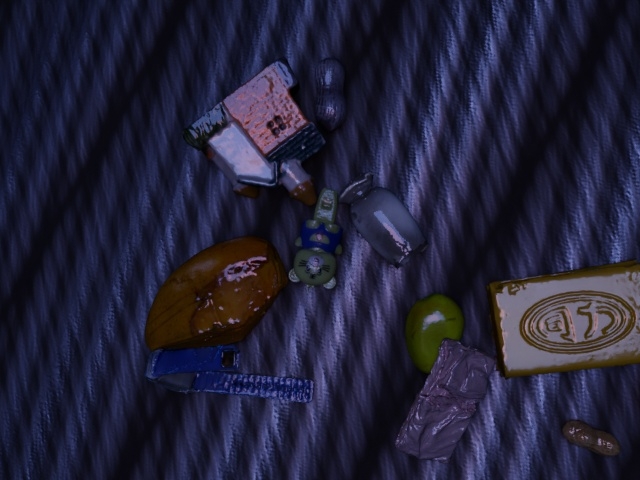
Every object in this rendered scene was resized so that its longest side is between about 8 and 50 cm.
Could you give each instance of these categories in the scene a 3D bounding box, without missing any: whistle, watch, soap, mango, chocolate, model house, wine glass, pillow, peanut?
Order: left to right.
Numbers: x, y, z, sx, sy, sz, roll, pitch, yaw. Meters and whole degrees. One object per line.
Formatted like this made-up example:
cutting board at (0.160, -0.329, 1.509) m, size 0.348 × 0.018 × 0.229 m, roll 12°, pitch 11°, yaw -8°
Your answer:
mango at (-0.223, 0.129, 1.380) m, size 0.350 × 0.201 × 0.199 m, roll -31°, pitch 36°, yaw 12°
watch at (-0.196, 0.281, 1.368) m, size 0.274 × 0.276 × 0.068 m, roll -11°, pitch 59°, yaw 30°
model house at (-0.107, -0.197, 1.417) m, size 0.271 × 0.190 × 0.301 m, roll -36°, pitch 93°, yaw 0°
whistle at (0.000, 0.000, 1.399) m, size 0.105 × 0.085 × 0.228 m, roll 12°, pitch 84°, yaw 1°
chocolate at (0.022, -0.322, 1.446) m, size 0.072 × 0.072 × 0.167 m, roll -2°, pitch 80°, yaw 9°
wine glass at (0.129, -0.043, 1.370) m, size 0.111 × 0.111 × 0.204 m, roll -38°, pitch 77°, yaw 3°
mango at (0.228, 0.189, 1.334) m, size 0.117 × 0.089 × 0.163 m, roll 18°, pitch 87°, yaw -4°
pillow at (0.253, 0.325, 1.301) m, size 0.135 × 0.049 × 0.249 m, roll 23°, pitch 95°, yaw -19°
soap at (0.499, 0.156, 1.293) m, size 0.324 × 0.096 × 0.204 m, roll -9°, pitch 82°, yaw 8°
peanut at (0.530, 0.388, 1.280) m, size 0.113 × 0.054 × 0.054 m, roll 20°, pitch 86°, yaw 15°
